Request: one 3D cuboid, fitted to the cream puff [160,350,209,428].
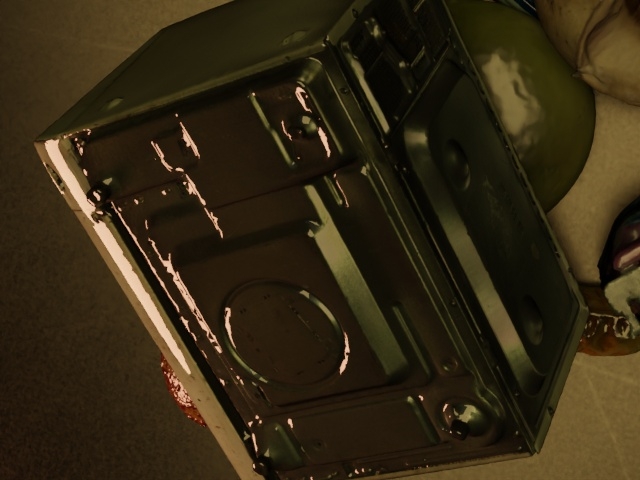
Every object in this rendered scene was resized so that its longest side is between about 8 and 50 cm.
[{"bbox_3d":[-0.091,0.121,1.445,0.149,0.084,0.149,1,96,8],"label":"cream puff"}]

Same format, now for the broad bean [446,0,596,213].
[{"bbox_3d":[0.114,-0.108,1.368,0.291,0.119,0.238,-3,98,12],"label":"broad bean"}]

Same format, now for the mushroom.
[{"bbox_3d":[0.300,-0.245,1.274,0.189,0.253,0.195,59,139,38],"label":"mushroom"}]

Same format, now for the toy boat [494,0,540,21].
[{"bbox_3d":[0.197,-0.239,1.374,0.229,0.080,0.046,36,135,4],"label":"toy boat"}]

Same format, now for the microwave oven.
[{"bbox_3d":[0.000,0.000,1.236,0.333,0.247,0.394,-14,115,34],"label":"microwave oven"}]

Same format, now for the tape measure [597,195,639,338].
[{"bbox_3d":[0.362,0.000,1.276,0.245,0.231,0.149,-31,91,13],"label":"tape measure"}]

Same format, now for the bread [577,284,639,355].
[{"bbox_3d":[0.265,0.077,1.389,0.110,0.060,0.066,6,66,9],"label":"bread"}]
